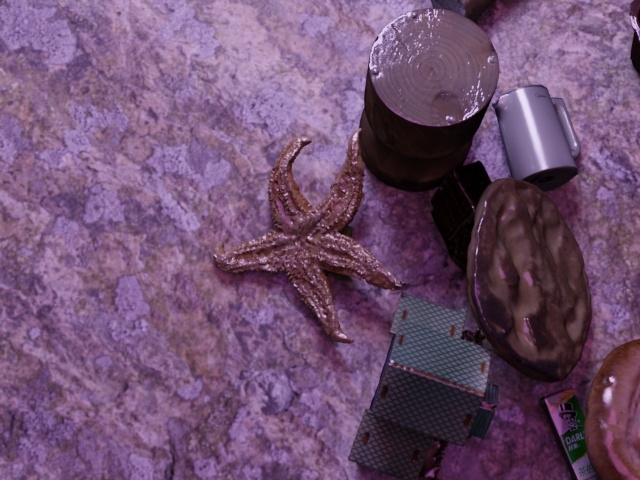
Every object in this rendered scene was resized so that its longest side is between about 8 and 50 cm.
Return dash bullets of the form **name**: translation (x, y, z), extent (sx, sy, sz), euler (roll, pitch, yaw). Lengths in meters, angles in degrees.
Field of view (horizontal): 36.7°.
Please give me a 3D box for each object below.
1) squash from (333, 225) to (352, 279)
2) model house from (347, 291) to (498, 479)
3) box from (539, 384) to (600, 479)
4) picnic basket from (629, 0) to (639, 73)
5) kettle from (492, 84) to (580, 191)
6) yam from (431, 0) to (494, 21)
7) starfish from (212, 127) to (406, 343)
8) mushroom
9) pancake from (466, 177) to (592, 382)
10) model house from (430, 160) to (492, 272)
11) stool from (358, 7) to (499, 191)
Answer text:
- **squash**: translation (0.033, 0.017, 1.469), extent (0.027, 0.027, 0.089), euler (5, 71, 1)
- **model house**: translation (0.155, 0.204, 1.321), extent (0.178, 0.206, 0.271), euler (21, 74, 6)
- **box**: translation (0.376, 0.314, 1.376), extent (0.050, 0.041, 0.207), euler (-19, 75, -6)
- **picnic basket**: translation (0.623, -0.326, 1.522), extent (0.297, 0.129, 0.222), euler (-33, 75, -10)
- **kettle**: translation (0.341, -0.159, 1.488), extent (0.127, 0.098, 0.148), euler (-13, 71, 1)
- **yam**: translation (0.286, -0.461, 1.572), extent (0.106, 0.106, 0.259), euler (43, 78, 11)
- **starfish**: translation (0.001, 0.001, 1.440), extent (0.299, 0.060, 0.302), euler (-38, 76, 5)
- **mushroom**: translation (0.495, 0.264, 1.340), extent (0.278, 0.146, 0.278), euler (4, 63, -8)
- **pancake**: translation (0.298, 0.060, 1.364), extent (0.295, 0.049, 0.294), euler (19, 62, -40)
- **model house**: translation (0.228, -0.035, 1.424), extent (0.106, 0.152, 0.165), euler (-27, 74, -2)
- **stool**: translation (0.150, -0.196, 1.408), extent (0.179, 0.264, 0.179), euler (0, 74, -1)
